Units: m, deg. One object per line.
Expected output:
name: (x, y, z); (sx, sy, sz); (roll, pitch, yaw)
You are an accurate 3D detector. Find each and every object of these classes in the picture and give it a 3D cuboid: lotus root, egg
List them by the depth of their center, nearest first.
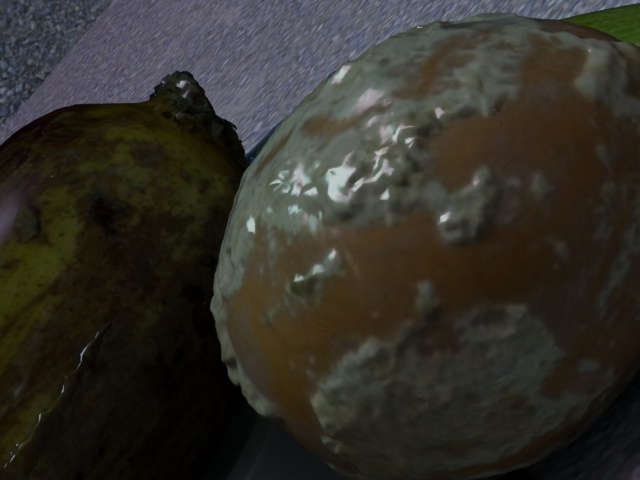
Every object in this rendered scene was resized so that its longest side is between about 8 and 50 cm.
egg: (0.065, 0.004, 0.847); (0.245, 0.203, 0.203); (-41, 18, 11)
lotus root: (-0.141, 0.079, 0.935); (0.397, 0.179, 0.196); (-60, -11, -24)

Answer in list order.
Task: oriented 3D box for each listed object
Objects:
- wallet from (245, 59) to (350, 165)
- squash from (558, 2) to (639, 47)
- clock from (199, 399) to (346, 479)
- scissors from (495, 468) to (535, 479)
wallet: (0.023, -0.063, 1.318); (0.141, 0.059, 0.202); (-42, 19, -8)
squash: (0.138, -0.028, 1.031); (0.260, 0.189, 0.189); (-10, 24, 4)
clock: (-0.073, 0.165, 1.046); (0.230, 0.083, 0.230); (-46, 15, 16)
scissors: (0.020, 0.181, 0.881); (0.220, 0.017, 0.088); (-45, 14, 15)
